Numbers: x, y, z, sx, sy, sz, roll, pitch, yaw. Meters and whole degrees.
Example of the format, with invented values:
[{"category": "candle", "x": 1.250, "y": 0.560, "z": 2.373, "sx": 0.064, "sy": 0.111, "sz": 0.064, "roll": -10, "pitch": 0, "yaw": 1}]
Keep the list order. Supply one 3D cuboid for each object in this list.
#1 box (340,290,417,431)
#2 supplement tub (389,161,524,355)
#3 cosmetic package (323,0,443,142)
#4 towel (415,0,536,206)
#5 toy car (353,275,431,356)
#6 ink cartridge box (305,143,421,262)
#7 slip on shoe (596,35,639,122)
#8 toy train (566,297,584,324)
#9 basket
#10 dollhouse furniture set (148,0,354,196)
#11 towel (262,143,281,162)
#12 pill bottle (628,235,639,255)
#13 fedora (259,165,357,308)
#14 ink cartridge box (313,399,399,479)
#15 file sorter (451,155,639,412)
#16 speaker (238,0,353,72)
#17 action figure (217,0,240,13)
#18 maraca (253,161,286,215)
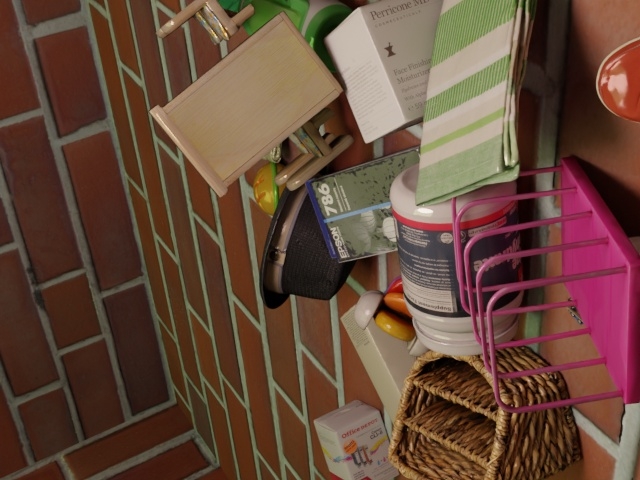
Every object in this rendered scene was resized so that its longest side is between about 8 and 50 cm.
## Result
[{"category": "box", "x": 0.152, "y": 0.248, "z": 1.978, "sx": 0.275, "sy": 0.094, "sz": 0.113, "roll": 63, "pitch": 158, "yaw": 10}, {"category": "supplement tub", "x": 0.215, "y": 0.020, "z": 1.496, "sx": 0.191, "sy": 0.191, "sz": 0.272, "roll": 34, "pitch": 141, "yaw": 54}, {"category": "cosmetic package", "x": 0.125, "y": -0.270, "z": 1.482, "sx": 0.183, "sy": 0.151, "sz": 0.151, "roll": 67, "pitch": 158, "yaw": -2}, {"category": "towel", "x": 0.208, "y": -0.220, "z": 1.292, "sx": 0.248, "sy": 0.038, "sz": 0.324, "roll": 162, "pitch": 117, "yaw": -67}, {"category": "toy car", "x": 0.154, "y": 0.127, "z": 1.812, "sx": 0.159, "sy": 0.136, "sz": 0.182, "roll": 27, "pitch": -178, "yaw": 2}, {"category": "ink cartridge box", "x": 0.091, "y": -0.058, "z": 1.719, "sx": 0.333, "sy": 0.065, "sz": 0.165, "roll": -15, "pitch": 98, "yaw": 46}, {"category": "slip on shoe", "x": 0.406, "y": -0.156, "z": 1.022, "sx": 0.331, "sy": 0.101, "sz": 0.123, "roll": 28, "pitch": 137, "yaw": 59}, {"category": "toy train", "x": 0.410, "y": 0.136, "z": 1.382, "sx": 0.158, "sy": 0.027, "sz": 0.036, "roll": 49, "pitch": 162, "yaw": 37}, {"category": "basket", "x": 0.248, "y": 0.290, "z": 1.632, "sx": 0.299, "sy": 0.223, "sz": 0.213, "roll": 17, "pitch": 126, "yaw": 63}, {"category": "dollhouse furniture set", "x": -0.146, "y": -0.232, "z": 1.658, "sx": 0.362, "sy": 0.256, "sz": 0.394, "roll": 52, "pitch": 175, "yaw": -13}, {"category": "towel", "x": -0.116, "y": -0.250, "z": 2.162, "sx": 0.110, "sy": 0.027, "sz": 0.148, "roll": 21, "pitch": 112, "yaw": 62}, {"category": "pill bottle", "x": 0.414, "y": 0.070, "z": 1.243, "sx": 0.078, "sy": 0.078, "sz": 0.137, "roll": 36, "pitch": 142, "yaw": 52}, {"category": "fedora", "x": 0.000, "y": 0.000, "z": 1.966, "sx": 0.153, "sy": 0.334, "sz": 0.334, "roll": 20, "pitch": 140, "yaw": 13}, {"category": "ink cartridge box", "x": 0.085, "y": 0.493, "z": 2.310, "sx": 0.127, "sy": 0.128, "sz": 0.176, "roll": 6, "pitch": 117, "yaw": 65}, {"category": "file sorter", "x": 0.279, "y": 0.054, "z": 1.250, "sx": 0.290, "sy": 0.182, "sz": 0.202, "roll": -96, "pitch": -3, "yaw": -60}, {"category": "speaker", "x": -0.040, "y": -0.397, "z": 1.772, "sx": 0.296, "sy": 0.131, "sz": 0.131, "roll": 37, "pitch": 143, "yaw": 51}, {"category": "action figure", "x": -0.171, "y": -0.521, "z": 2.031, "sx": 0.137, "sy": 0.063, "sz": 0.232, "roll": 65, "pitch": 154, "yaw": 0}, {"category": "maraca", "x": -0.105, "y": -0.129, "z": 2.213, "sx": 0.185, "sy": 0.099, "sz": 0.127, "roll": -99, "pitch": 10, "yaw": -54}]
